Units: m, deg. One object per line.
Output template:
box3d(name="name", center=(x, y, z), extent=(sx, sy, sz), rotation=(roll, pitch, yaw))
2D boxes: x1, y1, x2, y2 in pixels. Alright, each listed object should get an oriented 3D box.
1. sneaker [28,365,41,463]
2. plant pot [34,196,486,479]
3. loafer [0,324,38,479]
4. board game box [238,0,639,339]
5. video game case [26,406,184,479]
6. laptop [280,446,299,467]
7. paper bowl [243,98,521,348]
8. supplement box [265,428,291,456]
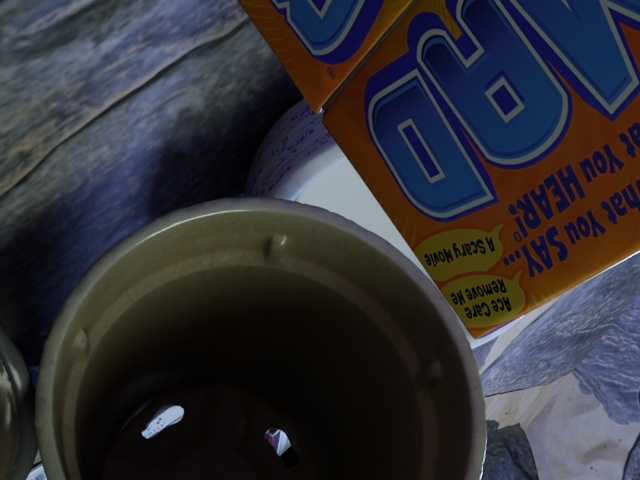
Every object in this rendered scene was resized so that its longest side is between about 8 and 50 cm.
box3d(name="sneaker", center=(-0.302, 0.197, 1.097), extent=(0.086, 0.085, 0.237), rotation=(30, 108, -40))
box3d(name="plant pot", center=(-0.068, 0.180, 1.050), extent=(0.334, 0.334, 0.305), rotation=(-35, 167, -25))
box3d(name="loafer", center=(-0.322, 0.188, 0.958), extent=(0.130, 0.134, 0.366), rotation=(-18, 145, -48))
box3d(name="board game box", center=(0.190, -0.218, 0.741), extent=(0.356, 0.356, 0.356), rotation=(-32, 175, -28))
box3d(name="video game case", center=(-0.222, 0.219, 1.280), extent=(0.232, 0.042, 0.210), rotation=(-33, 154, -16))
box3d(name="laptop", center=(-0.015, 0.270, 1.483), extent=(0.234, 0.136, 0.264), rotation=(-15, -177, 44))
box3d(name="paper bowl", center=(0.071, -0.032, 1.148), extent=(0.284, 0.148, 0.284), rotation=(-3, 131, -3))
box3d(name="supplement box", center=(-0.031, 0.144, 1.392), extent=(0.188, 0.104, 0.080), rotation=(-41, 157, -30))
